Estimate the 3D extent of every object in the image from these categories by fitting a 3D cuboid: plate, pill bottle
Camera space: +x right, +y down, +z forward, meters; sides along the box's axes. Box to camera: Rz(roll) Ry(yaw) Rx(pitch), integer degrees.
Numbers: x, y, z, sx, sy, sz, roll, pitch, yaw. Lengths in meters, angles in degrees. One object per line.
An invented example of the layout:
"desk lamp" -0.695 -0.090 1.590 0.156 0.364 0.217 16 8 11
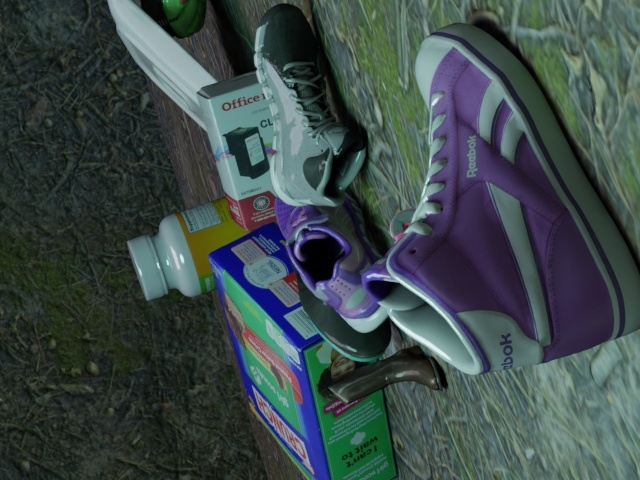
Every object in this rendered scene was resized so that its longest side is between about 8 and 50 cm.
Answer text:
"plate" -0.206 -0.238 2.022 0.277 0.045 0.278 44 175 11
"pill bottle" -0.174 0.010 2.149 0.136 0.245 0.136 161 90 -80

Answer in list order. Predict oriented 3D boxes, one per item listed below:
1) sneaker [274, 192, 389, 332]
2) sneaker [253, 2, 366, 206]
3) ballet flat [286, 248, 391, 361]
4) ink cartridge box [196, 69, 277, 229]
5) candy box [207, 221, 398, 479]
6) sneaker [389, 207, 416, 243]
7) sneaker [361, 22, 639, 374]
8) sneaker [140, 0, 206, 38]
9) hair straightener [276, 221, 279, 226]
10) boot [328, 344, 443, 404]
"sneaker" 0.000 0.000 1.547 0.104 0.095 0.236 26 -160 -41
"sneaker" 0.001 -0.144 1.479 0.132 0.086 0.229 16 118 53
"ballet flat" 0.013 0.037 1.663 0.280 0.095 0.096 -124 30 -56
"ink cartridge box" -0.067 -0.119 1.688 0.072 0.127 0.175 -139 32 -68
"candy box" -0.022 0.176 1.899 0.268 0.122 0.317 42 153 47
"sneaker" 0.105 0.029 1.304 0.057 0.047 0.119 54 -163 -72
"sneaker" 0.088 -0.034 0.931 0.102 0.161 0.282 82 167 -51
"sneaker" -0.307 -0.462 2.139 0.185 0.202 0.483 80 167 -45
"hair straightener" -0.050 -0.078 1.942 0.089 0.047 0.231 126 129 -77
"boot" 0.070 0.159 1.493 0.106 0.114 0.037 -141 34 -72
